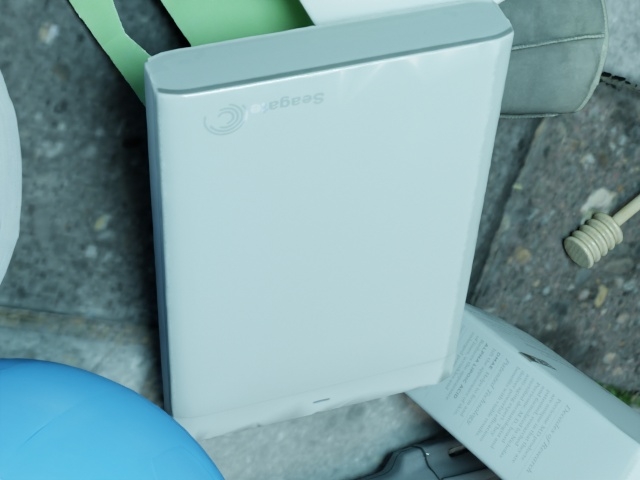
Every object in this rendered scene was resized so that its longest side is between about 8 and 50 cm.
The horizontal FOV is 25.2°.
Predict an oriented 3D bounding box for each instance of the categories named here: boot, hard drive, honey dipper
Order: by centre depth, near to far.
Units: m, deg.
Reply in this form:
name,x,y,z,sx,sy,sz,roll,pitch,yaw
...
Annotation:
name,x,y,z,sx,sy,sz,roll,pitch,yaw
hard drive,0.000,0.000,0.881,0.203,0.040,0.307,-12,139,-14
boot,0.104,-0.157,0.941,0.209,0.076,0.189,-9,126,-25
honey dipper,0.259,-0.035,1.133,0.161,0.030,0.030,-36,127,-18

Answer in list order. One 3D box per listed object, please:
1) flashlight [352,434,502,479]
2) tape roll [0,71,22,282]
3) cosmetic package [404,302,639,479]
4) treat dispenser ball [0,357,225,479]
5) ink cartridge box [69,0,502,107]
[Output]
name,x,y,z,sx,sy,sz,roll,pitch,yaw
flashlight,0.001,0.233,1.045,0.304,0.103,0.103,-11,145,-31
tape roll,-0.254,-0.028,0.714,0.219,0.072,0.219,-16,110,-50
cosmetic package,0.167,0.135,1.019,0.117,0.231,0.085,24,98,-39
treat dispenser ball,-0.177,0.208,0.791,0.288,0.288,0.288,-15,119,-28
ink cartridge box,-0.023,-0.160,0.806,0.235,0.056,0.171,-30,121,6
